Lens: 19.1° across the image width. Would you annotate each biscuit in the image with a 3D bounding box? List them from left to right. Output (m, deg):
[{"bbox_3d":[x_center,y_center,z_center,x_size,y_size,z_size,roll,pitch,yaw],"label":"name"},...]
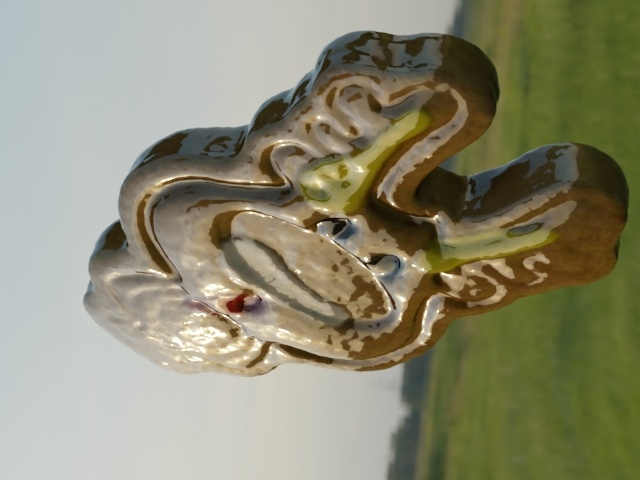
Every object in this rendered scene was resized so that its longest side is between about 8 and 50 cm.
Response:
[{"bbox_3d":[-0.001,0.003,0.917,0.295,0.186,0.044,-30,33,43],"label":"biscuit"}]
